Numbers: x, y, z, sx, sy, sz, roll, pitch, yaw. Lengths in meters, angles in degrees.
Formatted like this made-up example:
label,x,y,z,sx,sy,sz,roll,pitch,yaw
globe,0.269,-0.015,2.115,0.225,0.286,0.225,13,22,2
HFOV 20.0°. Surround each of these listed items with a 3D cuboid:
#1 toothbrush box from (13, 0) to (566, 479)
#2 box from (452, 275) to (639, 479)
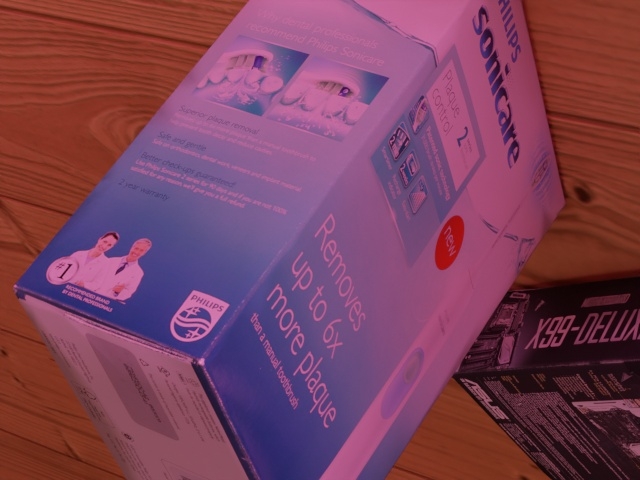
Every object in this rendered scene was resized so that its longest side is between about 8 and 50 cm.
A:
label,x,y,z,sx,sy,sz,roll,pitch,yaw
toothbrush box,0.000,0.000,0.984,0.126,0.295,0.216,18,148,30
box,0.263,0.151,1.159,0.307,0.076,0.242,46,152,-20
